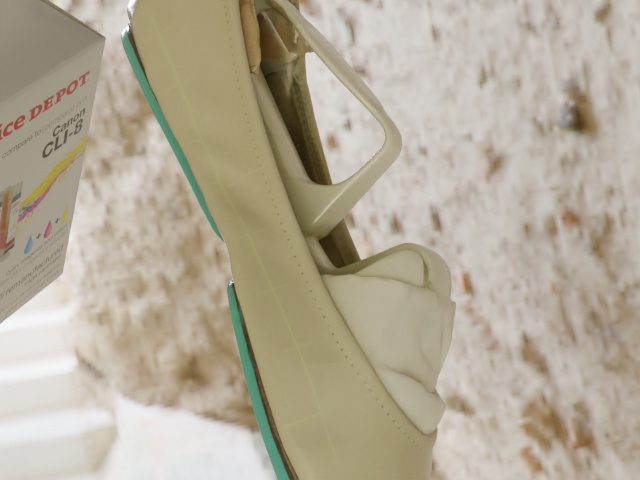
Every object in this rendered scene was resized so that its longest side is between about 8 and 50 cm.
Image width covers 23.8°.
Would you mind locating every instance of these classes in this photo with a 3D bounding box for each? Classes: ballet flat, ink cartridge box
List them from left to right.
[{"bbox_3d":[-0.208,-0.044,0.785,0.127,0.128,0.176,31,133,15],"label":"ink cartridge box"},{"bbox_3d":[0.000,0.000,0.531,0.086,0.086,0.248,103,147,-68],"label":"ballet flat"}]
